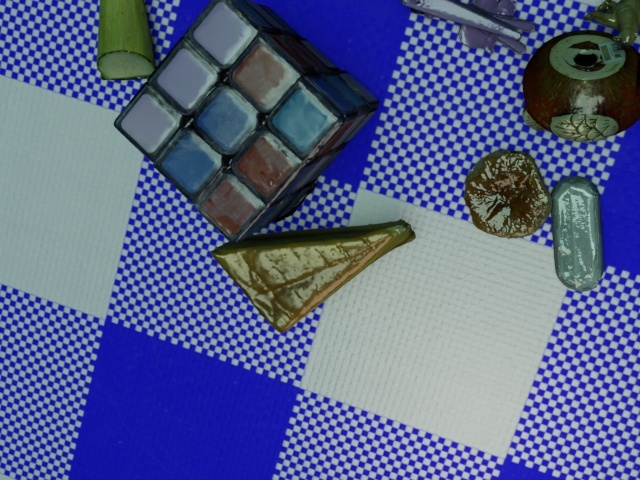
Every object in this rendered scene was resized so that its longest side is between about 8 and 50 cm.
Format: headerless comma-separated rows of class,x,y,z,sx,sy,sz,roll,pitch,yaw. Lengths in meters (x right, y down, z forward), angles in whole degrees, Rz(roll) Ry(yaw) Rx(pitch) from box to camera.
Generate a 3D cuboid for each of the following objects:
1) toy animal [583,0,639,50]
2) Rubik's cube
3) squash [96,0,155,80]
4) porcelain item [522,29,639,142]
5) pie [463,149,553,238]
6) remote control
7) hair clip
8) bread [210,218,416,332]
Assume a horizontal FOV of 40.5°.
toy animal,0.590,-0.437,1.667,0.101,0.219,0.103,50,127,2
Rubik's cube,-0.141,-0.251,1.761,0.359,0.363,0.362,46,109,4
squash,-0.429,-0.496,1.890,0.137,0.137,0.287,1,99,11
porcelain item,0.525,-0.283,1.720,0.253,0.253,0.252,2,101,11
pie,0.392,-0.093,1.837,0.195,0.046,0.195,5,103,23
remote control,0.543,-0.013,1.831,0.104,0.052,0.247,-5,101,17
hair clip,0.302,-0.470,1.775,0.279,0.090,0.137,22,109,2
bread,0.000,0.000,1.852,0.362,0.233,0.245,-38,90,12
